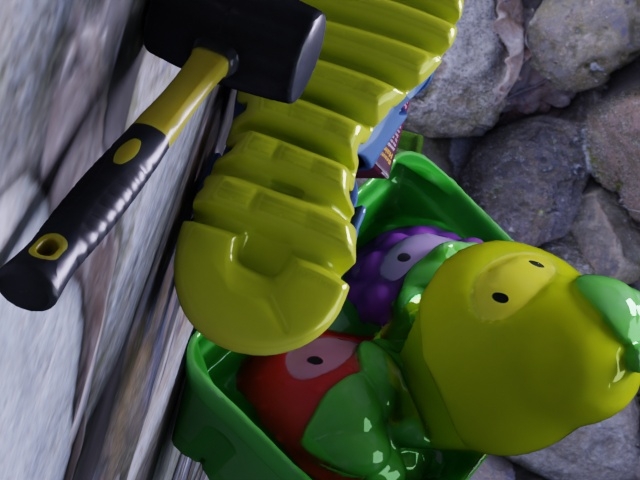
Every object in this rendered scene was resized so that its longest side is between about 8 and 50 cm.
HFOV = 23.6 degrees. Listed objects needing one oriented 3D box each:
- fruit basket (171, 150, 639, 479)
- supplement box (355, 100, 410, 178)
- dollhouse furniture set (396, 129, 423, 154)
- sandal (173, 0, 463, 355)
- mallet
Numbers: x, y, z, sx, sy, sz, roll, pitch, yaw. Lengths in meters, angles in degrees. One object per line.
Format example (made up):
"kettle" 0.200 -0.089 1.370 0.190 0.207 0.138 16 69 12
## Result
"fruit basket" 0.093 0.085 1.299 0.392 0.283 0.392 -45 177 -3
"supplement box" 0.029 -0.160 1.359 0.104 0.081 0.188 45 55 -50
"dollhouse furniture set" 0.000 0.000 1.522 0.301 0.151 0.197 -72 178 -72
"sandal" -0.009 -0.066 0.945 0.138 0.126 0.317 116 0 -70
"mallet" -0.044 -0.033 0.494 0.189 0.062 0.039 -72 178 -53
